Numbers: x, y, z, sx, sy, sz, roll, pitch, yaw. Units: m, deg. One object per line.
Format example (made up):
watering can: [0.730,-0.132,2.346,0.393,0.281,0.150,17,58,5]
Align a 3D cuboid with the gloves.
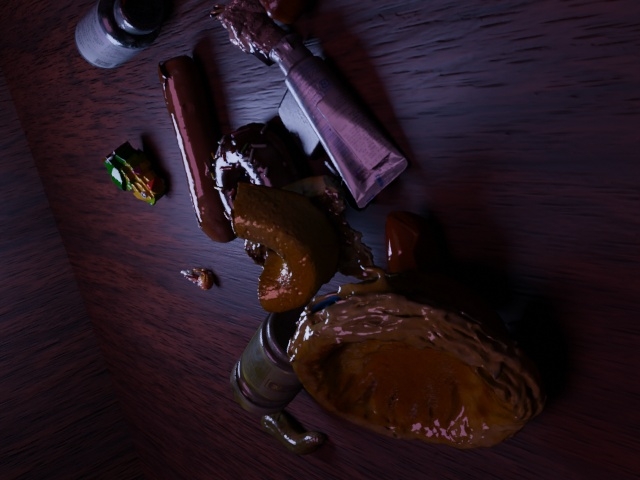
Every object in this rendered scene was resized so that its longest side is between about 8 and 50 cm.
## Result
gloves: [-0.111,-0.368,1.410,0.144,0.094,0.110,49,178,-11]

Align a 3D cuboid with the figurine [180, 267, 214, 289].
figurine: [-0.314,0.091,2.101,0.109,0.064,0.047,21,106,40]

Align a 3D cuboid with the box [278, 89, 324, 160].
box: [-0.020,-0.219,1.436,0.126,0.027,0.125,59,147,16]

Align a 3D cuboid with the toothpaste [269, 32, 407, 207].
toothpaste: [0.022,-0.202,1.330,0.114,0.073,0.299,-41,74,28]

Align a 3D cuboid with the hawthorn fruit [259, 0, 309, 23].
hawthorn fruit: [-0.049,-0.396,1.314,0.093,0.081,0.081,-37,76,30]

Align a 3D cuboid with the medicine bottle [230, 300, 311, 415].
medicine bottle: [-0.082,0.249,1.735,0.151,0.151,0.322,58,149,16]

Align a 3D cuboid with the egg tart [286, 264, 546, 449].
egg tart: [0.144,0.167,1.211,0.388,0.169,0.388,15,142,12]

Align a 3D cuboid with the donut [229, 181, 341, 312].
donut: [-0.048,0.016,1.397,0.152,0.101,0.259,-2,126,23]

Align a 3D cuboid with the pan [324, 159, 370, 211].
pan: [0.050,-0.100,1.400,0.115,0.023,0.068,50,148,21]

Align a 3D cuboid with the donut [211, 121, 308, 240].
donut: [-0.117,-0.100,1.598,0.270,0.103,0.269,35,137,41]

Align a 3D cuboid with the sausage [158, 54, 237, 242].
sausage: [-0.260,-0.188,1.781,0.094,0.094,0.418,-80,-21,-69]

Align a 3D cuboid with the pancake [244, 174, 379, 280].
pancake: [0.000,0.000,1.460,0.244,0.057,0.266,34,137,-3]

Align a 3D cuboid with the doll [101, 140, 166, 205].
doll: [-0.479,-0.169,2.135,0.186,0.106,0.134,39,149,14]

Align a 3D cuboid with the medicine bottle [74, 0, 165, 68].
medicine bottle: [-0.438,-0.475,1.815,0.293,0.141,0.141,-3,108,60]

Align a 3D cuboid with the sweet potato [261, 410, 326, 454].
sweet potato: [-0.066,0.458,1.952,0.233,0.062,0.081,14,121,51]

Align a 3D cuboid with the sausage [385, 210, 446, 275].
sausage: [0.149,0.038,1.278,0.089,0.089,0.179,17,129,54]
